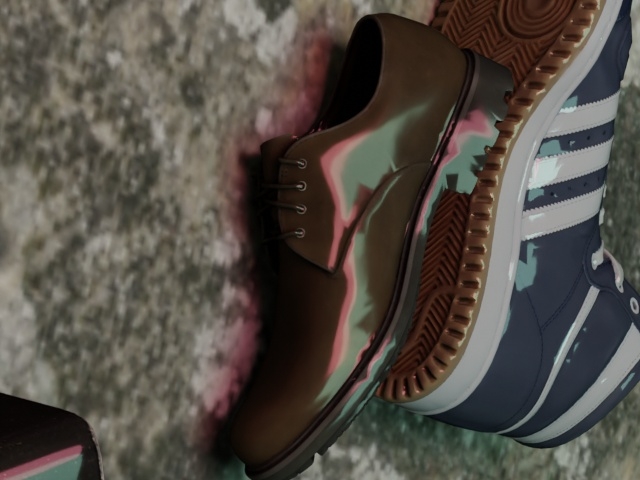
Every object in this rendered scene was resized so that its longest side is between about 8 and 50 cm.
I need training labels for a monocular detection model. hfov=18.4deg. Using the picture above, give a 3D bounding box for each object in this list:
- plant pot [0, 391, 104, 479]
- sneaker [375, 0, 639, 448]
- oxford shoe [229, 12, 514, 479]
[{"bbox_3d":[-0.178,0.149,0.615,0.167,0.188,0.187,-12,102,-36],"label":"plant pot"},{"bbox_3d":[0.120,-0.031,1.005,0.153,0.099,0.282,29,77,-42],"label":"sneaker"},{"bbox_3d":[0.000,0.000,0.899,0.096,0.083,0.227,29,72,-21],"label":"oxford shoe"}]
